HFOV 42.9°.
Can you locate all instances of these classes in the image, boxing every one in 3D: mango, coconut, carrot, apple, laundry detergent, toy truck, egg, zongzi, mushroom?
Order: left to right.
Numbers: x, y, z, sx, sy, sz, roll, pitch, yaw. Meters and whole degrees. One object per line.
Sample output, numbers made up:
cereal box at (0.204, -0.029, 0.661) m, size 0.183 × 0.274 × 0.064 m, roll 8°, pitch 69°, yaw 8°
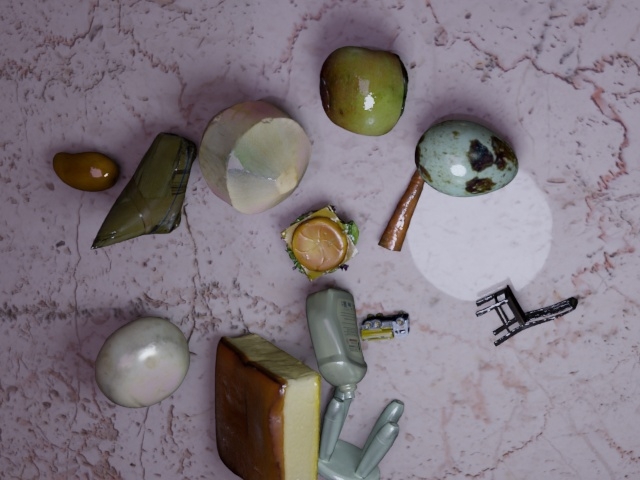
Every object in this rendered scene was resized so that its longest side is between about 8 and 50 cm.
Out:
mango at (-0.590, -0.174, 2.029) m, size 0.184 × 0.085 × 0.102 m, roll 9°, pitch 105°, yaw 15°
zongzi at (-0.417, -0.121, 1.899) m, size 0.123 × 0.289 × 0.260 m, roll 25°, pitch 108°, yaw 19°
mushroom at (-0.452, 0.301, 2.060) m, size 0.246 × 0.202 × 0.246 m, roll -14°, pitch 121°, yaw -25°
coconut at (-0.146, -0.188, 1.860) m, size 0.259 × 0.259 × 0.259 m, roll 3°, pitch 104°, yaw 11°
laundry detergent at (0.046, 0.246, 1.915) m, size 0.091 × 0.181 × 0.253 m, roll -19°, pitch 72°, yaw 23°
apple at (0.093, -0.331, 1.810) m, size 0.207 × 0.174 × 0.188 m, roll 14°, pitch 104°, yaw 25°
toy truck at (0.157, 0.212, 1.981) m, size 0.123 × 0.052 × 0.062 m, roll -7°, pitch 106°, yaw 14°
carrot at (0.203, -0.079, 1.907) m, size 0.057 × 0.057 × 0.224 m, roll 24°, pitch 102°, yaw 5°
egg at (0.321, -0.177, 1.794) m, size 0.231 × 0.169 × 0.169 m, roll 11°, pitch 106°, yaw -4°

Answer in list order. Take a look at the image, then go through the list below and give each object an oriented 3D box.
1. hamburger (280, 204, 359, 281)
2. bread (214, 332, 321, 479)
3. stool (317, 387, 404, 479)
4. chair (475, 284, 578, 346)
hamburger at (0.004, 0.001, 1.940) m, size 0.190 × 0.093 × 0.164 m, roll -17°, pitch 101°, yaw 17°
bread at (-0.134, 0.423, 1.969) m, size 0.324 × 0.143 × 0.332 m, roll 18°, pitch 110°, yaw 54°
stool at (0.084, 0.472, 1.991) m, size 0.195 × 0.195 × 0.198 m, roll 22°, pitch 101°, yaw 6°
chair at (0.475, 0.148, 1.884) m, size 0.213 × 0.084 × 0.101 m, roll -29°, pitch 100°, yaw 17°
